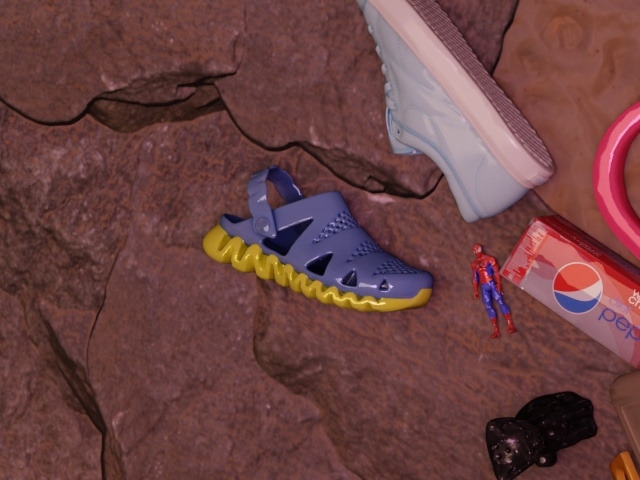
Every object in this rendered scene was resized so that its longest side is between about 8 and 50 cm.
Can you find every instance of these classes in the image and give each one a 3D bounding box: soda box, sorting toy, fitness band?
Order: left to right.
[{"bbox_3d":[0.342,0.073,1.892,0.263,0.092,0.083,36,108,22],"label":"soda box"},{"bbox_3d":[0.384,0.229,1.780,0.047,0.347,0.196,-17,83,-11],"label":"sorting toy"},{"bbox_3d":[0.442,-0.044,1.863,0.291,0.054,0.209,46,113,20],"label":"fitness band"}]

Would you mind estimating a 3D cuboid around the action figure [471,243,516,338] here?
[{"bbox_3d":[0.205,0.059,2.001,0.038,0.030,0.115,-21,80,32],"label":"action figure"}]

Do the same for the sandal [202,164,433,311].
[{"bbox_3d":[0.000,0.000,2.057,0.317,0.126,0.138,20,97,24],"label":"sandal"}]

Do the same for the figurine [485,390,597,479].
[{"bbox_3d":[0.255,0.290,1.878,0.092,0.209,0.214,-16,84,28],"label":"figurine"}]

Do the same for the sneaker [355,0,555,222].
[{"bbox_3d":[0.116,-0.180,1.980,0.150,0.135,0.366,-40,73,20],"label":"sneaker"}]
